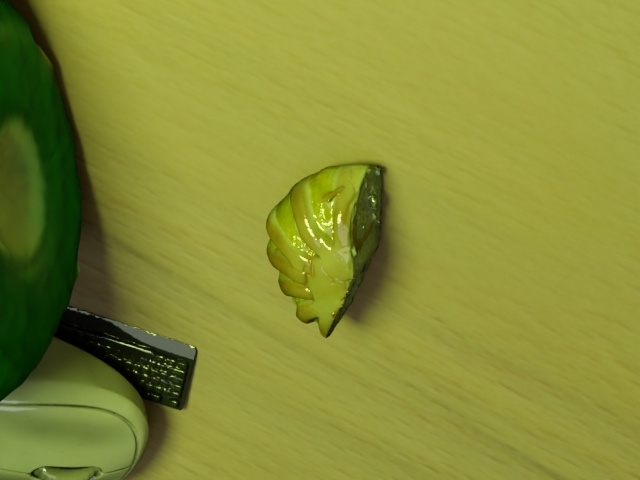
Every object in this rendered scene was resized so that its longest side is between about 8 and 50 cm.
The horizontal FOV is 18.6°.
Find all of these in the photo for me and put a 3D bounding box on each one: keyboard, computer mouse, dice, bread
[{"bbox_3d":[-0.210,0.096,1.749,0.196,0.015,0.074,18,126,2],"label":"keyboard"},{"bbox_3d":[-0.302,0.148,1.733,0.297,0.121,0.184,31,136,-5],"label":"computer mouse"},{"bbox_3d":[-0.371,-0.033,1.534,0.300,0.287,0.297,-2,124,16],"label":"dice"},{"bbox_3d":[0.000,0.000,1.593,0.094,0.083,0.157,34,128,6],"label":"bread"}]
